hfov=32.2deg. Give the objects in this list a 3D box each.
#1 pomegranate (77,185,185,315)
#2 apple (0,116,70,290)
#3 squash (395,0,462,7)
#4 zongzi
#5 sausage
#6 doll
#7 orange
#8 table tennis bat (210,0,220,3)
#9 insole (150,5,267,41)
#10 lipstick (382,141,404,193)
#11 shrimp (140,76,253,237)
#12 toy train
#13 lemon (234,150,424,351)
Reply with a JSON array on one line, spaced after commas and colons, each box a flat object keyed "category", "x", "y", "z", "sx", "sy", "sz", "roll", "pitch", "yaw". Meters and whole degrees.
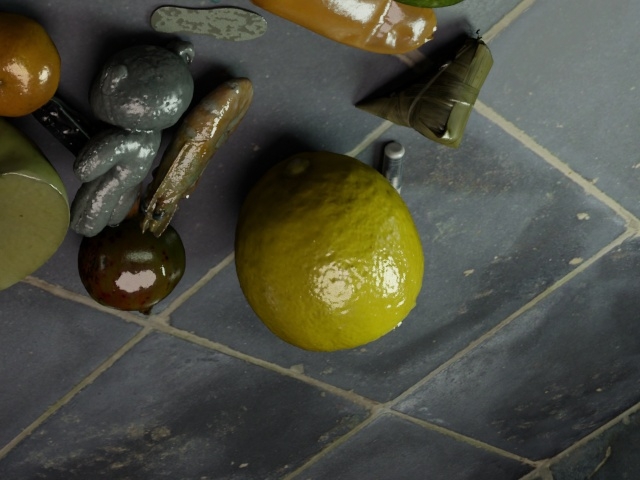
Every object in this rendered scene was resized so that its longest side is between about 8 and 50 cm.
[{"category": "pomegranate", "x": -0.332, "y": 0.014, "z": 1.992, "sx": 0.198, "sy": 0.198, "sz": 0.246, "roll": 10, "pitch": 114, "yaw": -33}, {"category": "apple", "x": -0.595, "y": -0.048, "z": 1.722, "sx": 0.311, "sy": 0.320, "sz": 0.360, "roll": -41, "pitch": 175, "yaw": -42}, {"category": "squash", "x": 0.170, "y": -0.452, "z": 1.547, "sx": 0.310, "sy": 0.309, "sz": 0.310, "roll": -13, "pitch": 141, "yaw": -11}, {"category": "zongzi", "x": 0.188, "y": -0.289, "z": 1.966, "sx": 0.205, "sy": 0.204, "sz": 0.094, "roll": -66, "pitch": 154, "yaw": -2}, {"category": "sausage", "x": 0.039, "y": -0.378, "z": 1.737, "sx": 0.354, "sy": 0.116, "sz": 0.134, "roll": 14, "pitch": 116, "yaw": -40}, {"category": "doll", "x": -0.330, "y": -0.170, "z": 1.776, "sx": 0.340, "sy": 0.158, "sz": 0.246, "roll": -59, "pitch": 168, "yaw": 29}, {"category": "orange", "x": -0.460, "y": -0.263, "z": 1.634, "sx": 0.159, "sy": 0.136, "sz": 0.159, "roll": -1, "pitch": 128, "yaw": -1}, {"category": "table tennis bat", "x": -0.200, "y": -0.439, "z": 1.568, "sx": 0.149, "sy": 0.038, "sz": 0.237, "roll": -35, "pitch": 121, "yaw": 2}, {"category": "insole", "x": -0.176, "y": -0.347, "z": 1.763, "sx": 0.193, "sy": 0.006, "sz": 0.065, "roll": -1, "pitch": 139, "yaw": -23}, {"category": "lipstick", "x": 0.139, "y": -0.130, "z": 2.140, "sx": 0.040, "sy": 0.040, "sz": 0.141, "roll": -11, "pitch": 141, "yaw": -12}, {"category": "shrimp", "x": -0.210, "y": -0.142, "z": 1.870, "sx": 0.317, "sy": 0.077, "sz": 0.168, "roll": -54, "pitch": 168, "yaw": 14}, {"category": "toy train", "x": -0.406, "y": -0.181, "z": 1.824, "sx": 0.052, "sy": 0.051, "sz": 0.234, "roll": -29, "pitch": 142, "yaw": 9}, {"category": "lemon", "x": 0.000, "y": 0.000, "z": 2.013, "sx": 0.364, "sy": 0.364, "sz": 0.364, "roll": -12, "pitch": 142, "yaw": -10}]
